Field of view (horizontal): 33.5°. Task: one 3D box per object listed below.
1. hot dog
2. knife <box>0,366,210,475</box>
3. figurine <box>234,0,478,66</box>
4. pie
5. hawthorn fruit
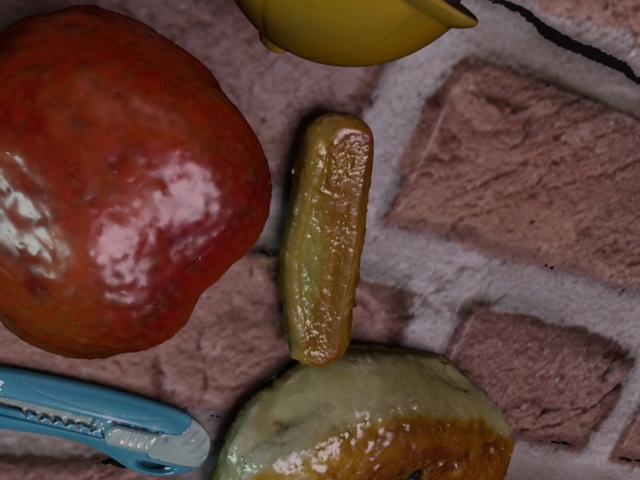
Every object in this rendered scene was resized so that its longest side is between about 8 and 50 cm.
[{"bbox_3d":[0.000,0.000,0.824,0.066,0.047,0.215,-3,119,-13],"label":"hot dog"},{"bbox_3d":[-0.174,0.141,0.810,0.222,0.031,0.064,24,106,-38],"label":"knife"},{"bbox_3d":[0.031,-0.230,0.639,0.192,0.167,0.256,22,82,-24],"label":"figurine"},{"bbox_3d":[0.032,0.232,0.951,0.315,0.092,0.315,-16,125,-24],"label":"pie"},{"bbox_3d":[-0.156,-0.054,0.625,0.243,0.207,0.207,39,94,-12],"label":"hawthorn fruit"}]
